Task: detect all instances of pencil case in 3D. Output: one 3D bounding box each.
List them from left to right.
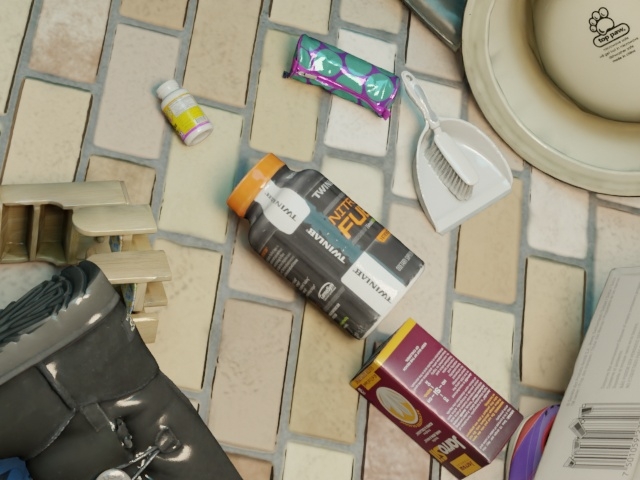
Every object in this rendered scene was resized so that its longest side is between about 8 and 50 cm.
[{"bbox_3d":[0.031,-0.219,1.899,0.151,0.064,0.070,22,46,-8],"label":"pencil case"}]

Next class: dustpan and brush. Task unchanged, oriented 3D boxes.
[{"bbox_3d":[0.163,-0.132,1.904,0.147,0.060,0.211,-31,82,-26],"label":"dustpan and brush"}]

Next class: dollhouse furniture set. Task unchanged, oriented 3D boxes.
[{"bbox_3d":[-0.284,0.048,1.612,0.161,0.212,0.242,-3,43,-21],"label":"dollhouse furniture set"}]

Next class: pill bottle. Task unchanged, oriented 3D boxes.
[{"bbox_3d":[-0.177,-0.166,1.822,0.043,0.043,0.083,-30,79,-26],"label":"pill bottle"},{"bbox_3d":[0.000,0.000,1.761,0.245,0.130,0.130,41,62,2],"label":"pill bottle"}]

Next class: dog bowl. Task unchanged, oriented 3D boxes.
[{"bbox_3d":[0.401,-0.267,1.870,0.408,0.408,0.150,40,44,1],"label":"dog bowl"}]

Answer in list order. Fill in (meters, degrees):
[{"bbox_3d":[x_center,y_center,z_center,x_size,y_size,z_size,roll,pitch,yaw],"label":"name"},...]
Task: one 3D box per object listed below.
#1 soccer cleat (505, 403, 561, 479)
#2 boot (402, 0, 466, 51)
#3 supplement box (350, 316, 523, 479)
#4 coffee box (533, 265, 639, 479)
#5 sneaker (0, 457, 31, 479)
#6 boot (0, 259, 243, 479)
[{"bbox_3d":[0.269,0.348,1.708,0.108,0.116,0.318,18,64,-10],"label":"soccer cleat"},{"bbox_3d":[0.156,-0.390,2.007,0.208,0.076,0.190,32,64,0],"label":"boot"},{"bbox_3d":[0.142,0.197,1.738,0.188,0.104,0.081,41,63,2],"label":"supplement box"},{"bbox_3d":[0.509,0.250,1.642,0.334,0.338,0.338,44,58,-30],"label":"coffee box"},{"bbox_3d":[-0.351,0.238,1.590,0.082,0.069,0.209,33,62,-15],"label":"sneaker"},{"bbox_3d":[-0.266,0.295,1.496,0.367,0.146,0.445,-29,112,3],"label":"boot"}]
